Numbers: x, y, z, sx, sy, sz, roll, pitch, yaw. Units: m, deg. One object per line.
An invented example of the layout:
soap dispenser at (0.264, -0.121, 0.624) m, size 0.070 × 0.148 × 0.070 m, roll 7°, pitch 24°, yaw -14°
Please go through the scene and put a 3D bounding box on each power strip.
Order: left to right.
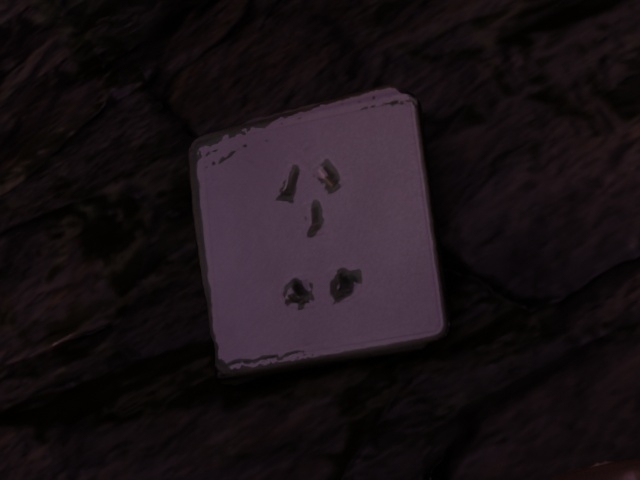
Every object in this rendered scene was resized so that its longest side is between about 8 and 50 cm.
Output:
power strip at (0.000, 0.000, 1.149) m, size 0.198 × 0.064 × 0.213 m, roll -11°, pitch 73°, yaw 16°

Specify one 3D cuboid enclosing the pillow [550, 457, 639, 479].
pillow at (0.211, 0.240, 0.948) m, size 0.135 × 0.034 × 0.211 m, roll -13°, pitch 58°, yaw 21°
